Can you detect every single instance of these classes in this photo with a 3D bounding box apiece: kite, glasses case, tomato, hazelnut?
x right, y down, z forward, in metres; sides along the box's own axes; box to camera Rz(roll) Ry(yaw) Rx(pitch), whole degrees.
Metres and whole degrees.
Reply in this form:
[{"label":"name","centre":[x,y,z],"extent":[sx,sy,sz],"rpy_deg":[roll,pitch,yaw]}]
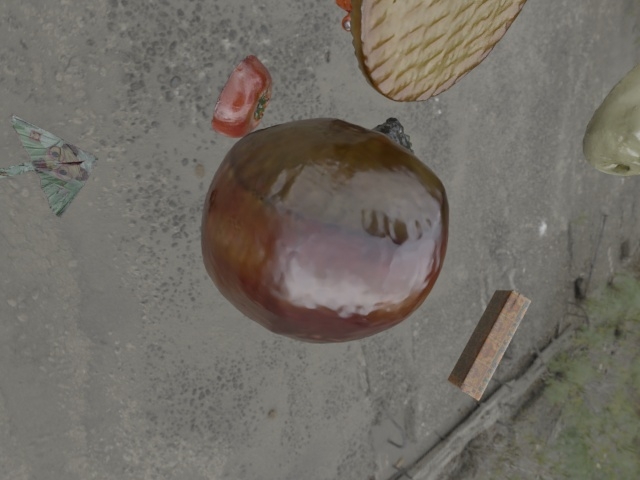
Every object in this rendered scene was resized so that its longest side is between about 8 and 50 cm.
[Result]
[{"label":"kite","centre":[-0.562,-0.145,0.813],"extent":[0.250,0.012,0.230],"rpy_deg":[-27,88,-49]},{"label":"glasses case","centre":[0.336,0.203,0.828],"extent":[0.049,0.075,0.218],"rpy_deg":[31,83,2]},{"label":"tomato","centre":[-0.189,-0.361,1.072],"extent":[0.084,0.225,0.225],"rpy_deg":[32,72,0]},{"label":"hazelnut","centre":[0.000,0.000,0.717],"extent":[0.419,0.353,0.422],"rpy_deg":[-2,112,-4]}]

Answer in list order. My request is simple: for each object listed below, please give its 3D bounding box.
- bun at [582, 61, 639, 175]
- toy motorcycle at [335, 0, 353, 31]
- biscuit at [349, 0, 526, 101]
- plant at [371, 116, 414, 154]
[{"label":"bun","centre":[0.822,-0.299,1.002],"extent":[0.326,0.234,0.361],"rpy_deg":[-53,150,11]},{"label":"toy motorcycle","centre":[0.120,-0.411,0.588],"extent":[0.222,0.147,0.326],"rpy_deg":[83,30,-45]},{"label":"biscuit","centre":[0.161,-0.312,0.485],"extent":[0.317,0.040,0.318],"rpy_deg":[-28,148,-20]},{"label":"plant","centre":[0.150,-0.214,1.002],"extent":[0.194,0.129,0.132],"rpy_deg":[-37,107,-49]}]
